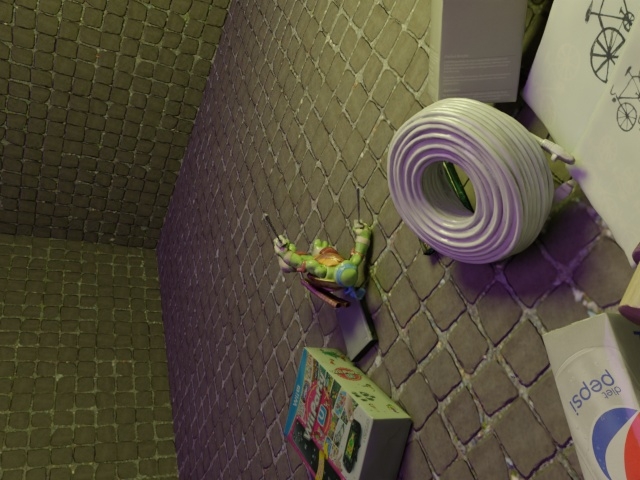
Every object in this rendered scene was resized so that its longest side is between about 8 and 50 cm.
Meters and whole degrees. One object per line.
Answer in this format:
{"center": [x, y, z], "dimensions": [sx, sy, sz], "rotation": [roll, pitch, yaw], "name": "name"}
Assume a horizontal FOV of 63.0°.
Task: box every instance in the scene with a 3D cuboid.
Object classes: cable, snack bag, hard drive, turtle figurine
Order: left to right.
{"center": [0.000, 0.000, 1.152], "dimensions": [0.198, 0.274, 0.266], "rotation": [-42, 13, -17], "name": "turtle figurine"}
{"center": [0.077, 0.183, 1.144], "dimensions": [0.094, 0.022, 0.135], "rotation": [-57, 37, 40], "name": "hard drive"}
{"center": [0.212, -0.081, 0.782], "dimensions": [0.257, 0.089, 0.257], "rotation": [44, 147, 23], "name": "cable"}
{"center": [0.334, -0.188, 0.587], "dimensions": [0.323, 0.037, 0.342], "rotation": [83, 174, -55], "name": "snack bag"}

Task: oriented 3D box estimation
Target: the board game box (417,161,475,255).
{"center": [0.206, -0.082, 0.965], "dimensions": [0.126, 0.026, 0.186], "rotation": [-51, 41, 43], "name": "board game box"}

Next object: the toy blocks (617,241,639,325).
{"center": [0.401, 0.003, 0.322], "dimensions": [0.260, 0.309, 0.288], "rotation": [-59, 25, -10], "name": "toy blocks"}

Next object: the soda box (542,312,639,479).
{"center": [0.344, 0.227, 0.563], "dimensions": [0.091, 0.098, 0.286], "rotation": [-41, 48, 51], "name": "soda box"}

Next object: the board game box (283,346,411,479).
{"center": [0.043, 0.387, 1.084], "dimensions": [0.303, 0.097, 0.224], "rotation": [29, 109, 61], "name": "board game box"}

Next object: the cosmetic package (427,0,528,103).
{"center": [0.231, -0.329, 0.777], "dimensions": [0.107, 0.127, 0.238], "rotation": [-87, -4, -66], "name": "cosmetic package"}
